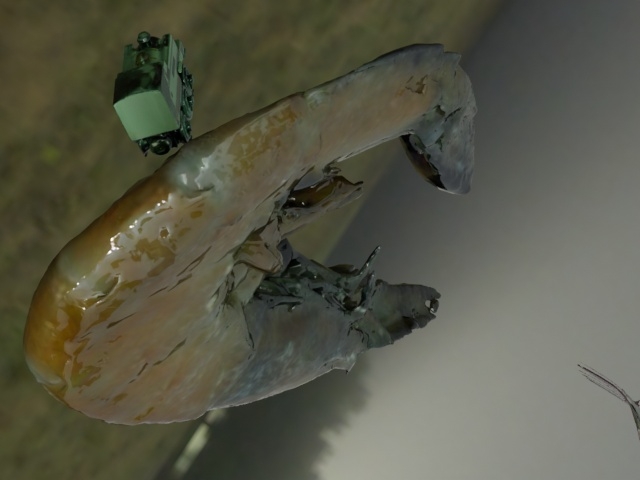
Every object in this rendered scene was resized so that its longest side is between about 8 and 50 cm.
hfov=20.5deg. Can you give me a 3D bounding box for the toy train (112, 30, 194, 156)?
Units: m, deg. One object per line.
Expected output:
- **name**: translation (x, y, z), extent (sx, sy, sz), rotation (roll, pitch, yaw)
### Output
- **toy train**: translation (-0.091, -0.084, 0.978), extent (0.083, 0.033, 0.053), rotation (-93, 165, -47)

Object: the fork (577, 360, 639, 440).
- **fork**: translation (0.119, 0.082, 0.615), extent (0.012, 0.016, 0.115), rotation (-40, -138, 14)

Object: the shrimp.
- **shrimp**: translation (0.000, 0.000, 1.002), extent (0.272, 0.085, 0.445), rotation (-44, 161, 12)
